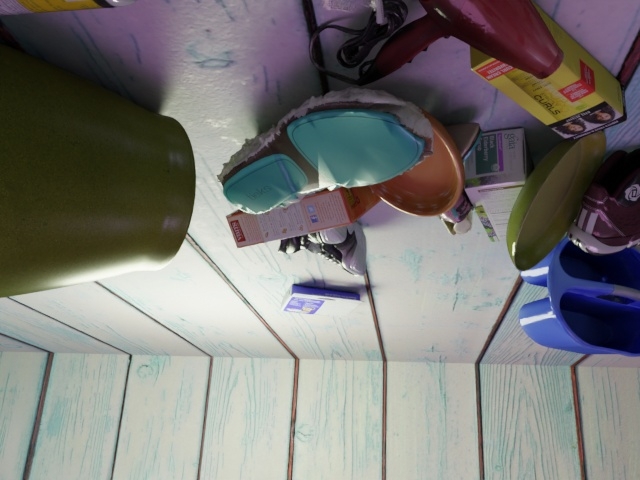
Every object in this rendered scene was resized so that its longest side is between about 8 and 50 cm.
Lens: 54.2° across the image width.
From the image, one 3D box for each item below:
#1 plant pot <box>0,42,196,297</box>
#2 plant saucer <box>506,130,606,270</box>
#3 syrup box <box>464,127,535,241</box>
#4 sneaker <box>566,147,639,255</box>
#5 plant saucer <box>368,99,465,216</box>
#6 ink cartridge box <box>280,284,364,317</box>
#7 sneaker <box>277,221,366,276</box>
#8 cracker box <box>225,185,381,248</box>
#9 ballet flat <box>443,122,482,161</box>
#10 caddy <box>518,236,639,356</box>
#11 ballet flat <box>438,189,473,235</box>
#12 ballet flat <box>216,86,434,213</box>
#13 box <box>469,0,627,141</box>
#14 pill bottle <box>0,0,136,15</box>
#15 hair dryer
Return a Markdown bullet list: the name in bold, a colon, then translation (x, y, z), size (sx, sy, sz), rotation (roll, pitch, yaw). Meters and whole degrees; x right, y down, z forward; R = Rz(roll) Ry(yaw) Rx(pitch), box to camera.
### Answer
- **plant pot**: translation (-0.376, -0.081, 0.853), size (0.352, 0.367, 0.366), rotation (6, 162, -39)
- **plant saucer**: translation (0.357, -0.064, 0.967), size (0.037, 0.241, 0.241), rotation (34, 176, 32)
- **syrup box**: translation (0.307, -0.084, 1.038), size (0.096, 0.093, 0.237), rotation (-7, 157, 25)
- **sneaker**: translation (0.541, -0.080, 1.020), size (0.281, 0.106, 0.163), rotation (-15, 125, -22)
- **plant saucer**: translation (0.127, -0.124, 0.917), size (0.200, 0.037, 0.200), rotation (32, 147, 23)
- **ink cartridge box**: translation (0.004, 0.173, 1.810), size (0.206, 0.045, 0.208), rotation (8, 159, -12)
- **sneaker**: translation (0.000, 0.000, 1.299), size (0.153, 0.101, 0.268), rotation (-5, 152, 21)
- **cracker box**: translation (-0.024, -0.059, 1.073), size (0.232, 0.067, 0.155), rotation (-13, -166, 30)
- **ballet flat**: translation (0.167, -0.124, 0.989), size (0.086, 0.086, 0.248), rotation (7, 159, -10)
- **caddy**: translation (0.585, 0.119, 1.330), size (0.341, 0.242, 0.179), rotation (13, 163, -25)
- **ballet flat**: translation (0.229, -0.048, 1.061), size (0.076, 0.079, 0.221), rotation (-23, 174, 14)
- **ballet flat**: translation (-0.004, -0.143, 0.874), size (0.147, 0.147, 0.408), rotation (20, 160, -37)
- **box**: translation (0.289, -0.203, 0.781), size (0.232, 0.058, 0.087), rotation (22, 152, -38)
- **pill bottle**: translation (-0.283, -0.276, 0.588), size (0.208, 0.119, 0.119), rotation (0, 159, 9)
- **hair dryer**: translation (0.118, -0.240, 0.678), size (0.293, 0.080, 0.224), rotation (18, 165, 15)
